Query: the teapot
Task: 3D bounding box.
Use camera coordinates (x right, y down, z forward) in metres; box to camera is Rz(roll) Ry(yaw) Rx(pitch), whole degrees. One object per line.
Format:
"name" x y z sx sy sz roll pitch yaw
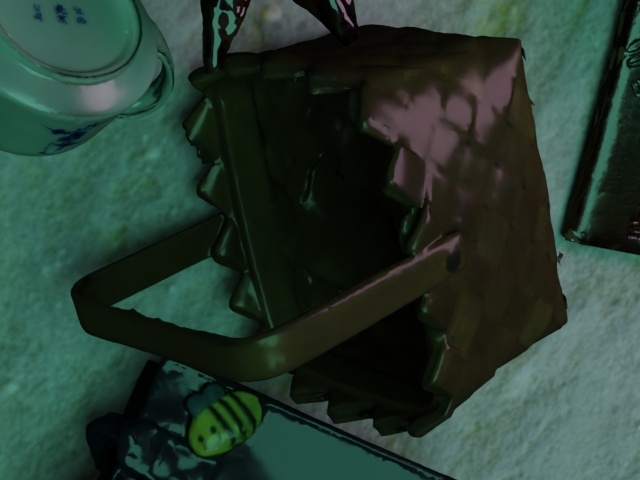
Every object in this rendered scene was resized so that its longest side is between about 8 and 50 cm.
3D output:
"teapot" -0.206 -0.124 1.247 0.232 0.159 0.159 0 105 -33

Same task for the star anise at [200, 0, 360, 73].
"star anise" -0.051 -0.246 1.225 0.272 0.102 0.272 6 63 -13

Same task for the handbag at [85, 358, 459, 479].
"handbag" -0.059 0.279 1.358 0.329 0.122 0.303 26 74 -12

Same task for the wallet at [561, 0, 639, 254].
"wallet" 0.290 -0.101 1.511 0.122 0.031 0.232 8 101 -23

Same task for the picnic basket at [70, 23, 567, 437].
"picnic basket" 0.000 0.000 1.283 0.321 0.254 0.291 -28 115 -31
